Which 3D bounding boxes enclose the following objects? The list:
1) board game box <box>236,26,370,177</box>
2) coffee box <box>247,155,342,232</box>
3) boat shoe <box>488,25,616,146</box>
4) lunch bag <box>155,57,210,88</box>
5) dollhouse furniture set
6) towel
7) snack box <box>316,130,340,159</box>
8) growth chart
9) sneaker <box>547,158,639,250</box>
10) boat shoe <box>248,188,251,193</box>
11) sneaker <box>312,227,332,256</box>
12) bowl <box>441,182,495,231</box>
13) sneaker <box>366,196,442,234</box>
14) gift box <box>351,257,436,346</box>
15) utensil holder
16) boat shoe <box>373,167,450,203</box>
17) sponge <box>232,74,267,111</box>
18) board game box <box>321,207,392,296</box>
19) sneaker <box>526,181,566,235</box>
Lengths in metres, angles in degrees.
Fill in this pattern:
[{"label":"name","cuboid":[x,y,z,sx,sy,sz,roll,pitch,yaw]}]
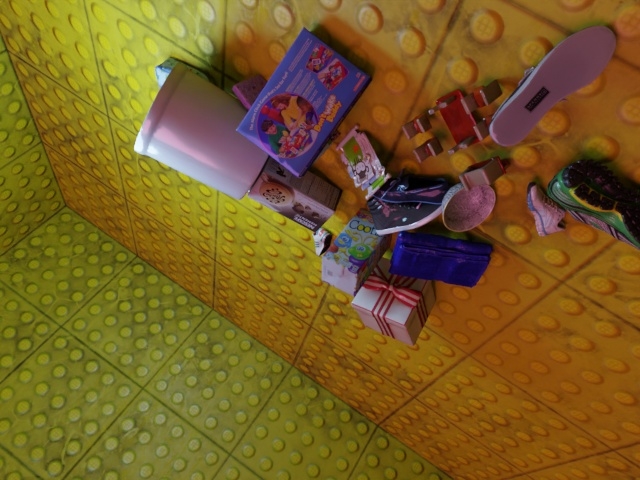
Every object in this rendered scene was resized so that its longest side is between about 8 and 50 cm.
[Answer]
[{"label":"board game box","cuboid":[-0.049,-0.392,1.454,0.233,0.078,0.347,38,104,2]},{"label":"coffee box","cuboid":[-0.093,-0.173,1.840,0.297,0.119,0.168,29,142,-14]},{"label":"boat shoe","cuboid":[0.502,-0.341,1.117,0.113,0.105,0.306,35,115,-7]},{"label":"lunch bag","cuboid":[-0.505,-0.565,1.877,0.219,0.090,0.176,29,149,17]},{"label":"dollhouse furniture set","cuboid":[0.397,-0.276,1.348,0.262,0.135,0.259,-15,108,51]},{"label":"towel","cuboid":[0.396,0.074,1.690,0.308,0.076,0.228,10,142,4]},{"label":"snack box","cuboid":[-0.061,-0.332,1.615,0.174,0.207,0.070,42,147,-6]},{"label":"growth chart","cuboid":[0.132,-0.250,1.612,0.237,0.021,0.172,62,146,19]},{"label":"sneaker","cuboid":[0.732,-0.079,1.256,0.343,0.134,0.146,35,172,-1]},{"label":"boat shoe","cuboid":[-0.207,-0.233,1.991,0.257,0.095,0.095,11,137,18]},{"label":"sneaker","cuboid":[0.000,0.000,2.109,0.075,0.057,0.161,47,152,19]},{"label":"bowl","cuboid":[0.424,-0.117,1.493,0.080,0.170,0.170,-115,7,-47]},{"label":"sneaker","cuboid":[0.269,-0.118,1.651,0.295,0.104,0.147,-16,111,45]},{"label":"gift box","cuboid":[0.281,0.205,1.903,0.255,0.276,0.258,14,155,27]},{"label":"utensil holder","cuboid":[-0.378,-0.360,1.713,0.385,0.328,0.327,26,151,-17]},{"label":"boat shoe","cuboid":[0.283,-0.180,1.580,0.258,0.109,0.089,2,141,21]},{"label":"sponge","cuboid":[-0.183,-0.439,1.652,0.210,0.117,0.031,54,144,-1]},{"label":"board game box","cuboid":[0.136,0.039,1.808,0.142,0.275,0.144,25,145,19]},{"label":"sneaker","cuboid":[0.626,-0.092,1.379,0.083,0.071,0.191,-6,135,40]}]
